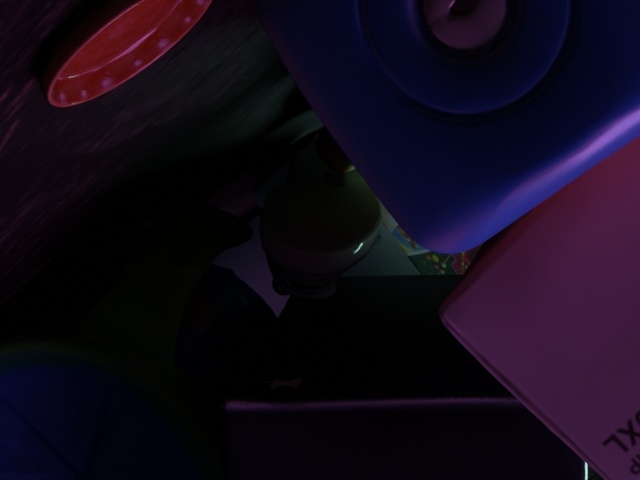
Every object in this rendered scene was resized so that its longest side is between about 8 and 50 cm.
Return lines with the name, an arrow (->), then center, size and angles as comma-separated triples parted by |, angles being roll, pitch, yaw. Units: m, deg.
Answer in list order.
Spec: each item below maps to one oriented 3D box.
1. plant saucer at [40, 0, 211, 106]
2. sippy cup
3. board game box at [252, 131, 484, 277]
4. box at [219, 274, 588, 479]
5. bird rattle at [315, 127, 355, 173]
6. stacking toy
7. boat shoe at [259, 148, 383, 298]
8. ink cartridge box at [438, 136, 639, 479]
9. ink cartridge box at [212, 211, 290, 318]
plant saucer -> -0.079, -0.085, 0.606 | 0.083, 0.013, 0.083 | -37, 174, -5
sippy cup -> -0.127, 0.127, 1.067 | 0.305, 0.240, 0.224 | -30, -171, 27
board game box -> 0.115, 0.028, 1.242 | 0.097, 0.303, 0.224 | -40, 174, 37
box -> 0.074, 0.245, 1.000 | 0.212, 0.395, 0.293 | -2, -167, 9
bird rattle -> 0.093, -0.128, 1.021 | 0.253, 0.143, 0.207 | -49, -166, -34
stacking toy -> 0.117, -0.122, 0.722 | 0.175, 0.165, 0.302 | -36, 175, 27
boat shoe -> -0.001, 0.000, 1.036 | 0.227, 0.079, 0.081 | -77, 177, -72
ink cartridge box -> 0.252, -0.057, 0.860 | 0.285, 0.166, 0.395 | -48, 179, 24
ink cartridge box -> -0.052, 0.069, 1.423 | 0.226, 0.131, 0.306 | -37, 176, -7
